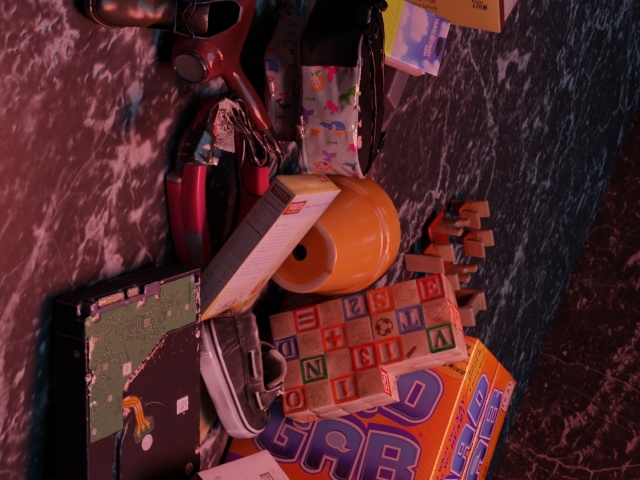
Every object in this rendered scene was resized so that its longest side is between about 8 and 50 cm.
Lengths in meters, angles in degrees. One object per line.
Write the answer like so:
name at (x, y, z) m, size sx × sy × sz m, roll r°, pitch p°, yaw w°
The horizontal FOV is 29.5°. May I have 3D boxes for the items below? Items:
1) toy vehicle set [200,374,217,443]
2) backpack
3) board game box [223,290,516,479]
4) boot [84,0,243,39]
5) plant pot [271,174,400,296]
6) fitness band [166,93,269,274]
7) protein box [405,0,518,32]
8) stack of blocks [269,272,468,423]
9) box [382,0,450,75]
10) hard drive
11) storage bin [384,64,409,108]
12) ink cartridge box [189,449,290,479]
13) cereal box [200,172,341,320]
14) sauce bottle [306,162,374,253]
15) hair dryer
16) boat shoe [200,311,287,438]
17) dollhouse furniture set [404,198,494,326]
toy vehicle set at (-0.244, 0.308, 1.795) m, size 0.267 × 0.035 × 0.166 m, roll -59°, pitch 151°, yaw -31°
backpack at (0.013, -0.220, 1.822) m, size 0.225 × 0.191 × 0.253 m, roll -76°, pitch 160°, yaw -54°
board game box at (0.097, 0.331, 2.148) m, size 0.357 × 0.356 × 0.356 m, roll -70°, pitch 156°, yaw -11°
boot at (-0.187, -0.290, 1.480) m, size 0.219 × 0.106 × 0.082 m, roll -24°, pitch 125°, yaw -60°
plant pot at (0.000, 0.000, 1.917) m, size 0.188 × 0.205 × 0.205 m, roll -24°, pitch 126°, yaw -64°
fitness band at (-0.145, -0.072, 1.774) m, size 0.209 × 0.054 × 0.291 m, roll -51°, pitch 147°, yaw -47°
protein box at (0.252, -0.508, 2.183) m, size 0.136 × 0.199 × 0.201 m, roll -57°, pitch 150°, yaw -34°
stack of blocks at (0.080, 0.176, 1.957) m, size 0.087 × 0.297 × 0.171 m, roll 43°, pitch 34°, yaw -65°
box at (0.126, -0.353, 2.058) m, size 0.178 × 0.042 × 0.109 m, roll 19°, pitch 81°, yaw -23°
hard drive at (-0.255, 0.216, 1.630) m, size 0.237 × 0.064 × 0.339 m, roll -20°, pitch 117°, yaw -55°
storage bin at (0.102, -0.297, 2.118) m, size 0.135 × 0.091 × 0.098 m, roll -70°, pitch 155°, yaw -13°
ink cartridge box at (-0.199, 0.453, 1.689) m, size 0.309 × 0.130 × 0.272 m, roll -46°, pitch 162°, yaw 18°
cereal box at (-0.085, 0.006, 1.749) m, size 0.240 × 0.047 × 0.173 m, roll -51°, pitch 166°, yaw 17°
sauce bottle at (0.036, -0.102, 2.073) m, size 0.111 × 0.111 × 0.344 m, roll -34°, pitch 132°, yaw -55°
hair dryer at (-0.127, -0.216, 1.655) m, size 0.223 × 0.080 × 0.294 m, roll 20°, pitch 73°, yaw -63°
boat shoe at (-0.107, 0.215, 1.869) m, size 0.335 × 0.119 × 0.121 m, roll 72°, pitch 5°, yaw -62°
dollhouse furniture set at (0.278, 0.063, 2.711) m, size 0.262 × 0.135 × 0.259 m, roll -46°, pitch 132°, yaw -47°
